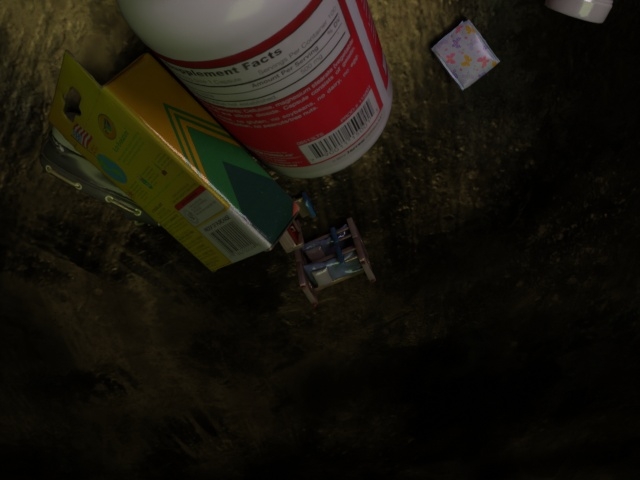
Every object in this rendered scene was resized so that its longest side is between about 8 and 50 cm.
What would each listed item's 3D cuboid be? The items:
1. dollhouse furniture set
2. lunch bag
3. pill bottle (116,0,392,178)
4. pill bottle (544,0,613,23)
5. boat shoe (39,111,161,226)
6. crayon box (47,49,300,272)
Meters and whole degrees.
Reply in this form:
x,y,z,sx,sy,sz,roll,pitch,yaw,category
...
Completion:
x,y,z,sx,sy,sz,roll,pitch,yaw,category
0.000,0.000,0.924,0.129,0.129,0.183,-23,129,8,dollhouse furniture set
0.223,-0.287,0.789,0.071,0.053,0.083,-38,100,19,lunch bag
-0.066,-0.247,0.555,0.229,0.229,0.408,-25,156,9,pill bottle
0.389,-0.411,0.681,0.118,0.117,0.208,5,126,-15,pill bottle
-0.290,-0.082,0.822,0.305,0.109,0.091,33,117,-24,boat shoe
-0.202,-0.103,0.686,0.318,0.081,0.202,45,148,-17,crayon box
